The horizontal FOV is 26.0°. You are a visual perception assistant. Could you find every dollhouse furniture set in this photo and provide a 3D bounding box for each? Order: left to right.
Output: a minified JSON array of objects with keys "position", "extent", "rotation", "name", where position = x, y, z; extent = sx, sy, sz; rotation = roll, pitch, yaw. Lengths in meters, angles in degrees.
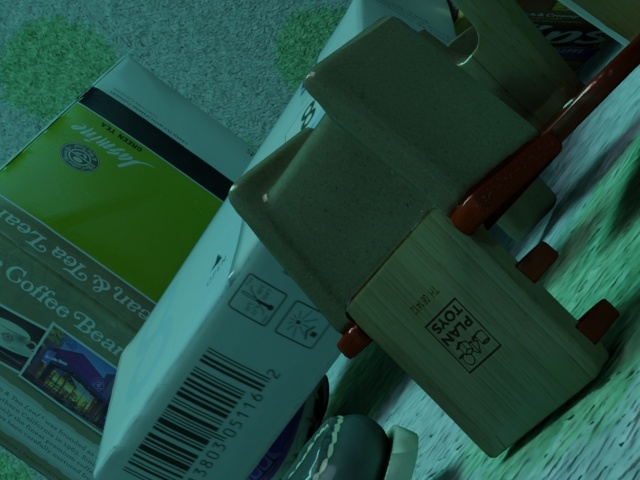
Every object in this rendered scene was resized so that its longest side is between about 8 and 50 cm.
[{"position":[0.097,-0.048,0.553],"extent":[0.259,0.135,0.262],"rotation":[-41,-7,-42],"name":"dollhouse furniture set"}]

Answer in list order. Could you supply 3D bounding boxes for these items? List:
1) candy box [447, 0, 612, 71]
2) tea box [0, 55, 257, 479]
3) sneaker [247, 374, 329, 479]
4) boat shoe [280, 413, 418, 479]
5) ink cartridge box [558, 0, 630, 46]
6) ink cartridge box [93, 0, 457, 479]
[{"position":[0.139,-0.156,0.952],"extent":[0.186,0.109,0.053],"rotation":[130,144,-74],"name":"candy box"},{"position":[-0.161,0.056,1.299],"extent":[0.220,0.329,0.323],"rotation":[-52,2,35],"name":"tea box"},{"position":[-0.054,0.149,0.961],"extent":[0.170,0.071,0.068],"rotation":[-52,3,27],"name":"sneaker"},{"position":[-0.081,0.186,0.551],"extent":[0.319,0.099,0.116],"rotation":[-54,2,9],"name":"boat shoe"},{"position":[0.130,-0.213,0.675],"extent":[0.158,0.218,0.092],"rotation":[-52,8,45],"name":"ink cartridge box"},{"position":[-0.027,-0.044,0.943],"extent":[0.308,0.091,0.385],"rotation":[-55,18,25],"name":"ink cartridge box"}]
